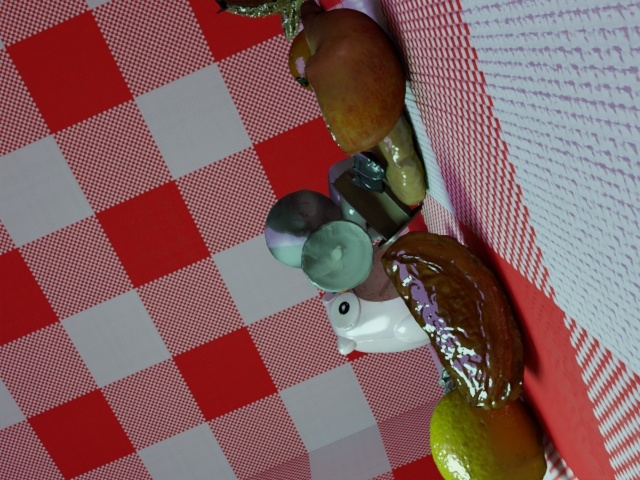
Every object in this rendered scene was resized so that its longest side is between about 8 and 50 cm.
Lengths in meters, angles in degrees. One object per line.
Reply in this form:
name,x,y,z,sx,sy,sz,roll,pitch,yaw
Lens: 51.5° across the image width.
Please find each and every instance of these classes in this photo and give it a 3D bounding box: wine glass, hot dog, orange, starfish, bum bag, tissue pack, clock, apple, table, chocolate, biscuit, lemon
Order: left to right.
starfish,-0.054,-0.482,1.269,0.312,0.303,0.113,167,79,-84
chocolate,-0.014,-0.704,2.204,0.214,0.093,0.148,-110,-5,-48
orange,-0.002,-0.536,1.949,0.206,0.205,0.206,-23,-90,-88
wine glass,0.000,0.000,1.950,0.267,0.267,0.406,66,170,-16
apple,0.082,-0.320,1.294,0.251,0.163,0.293,54,-156,-44
tissue pack,0.156,-0.129,2.273,0.333,0.229,0.236,70,180,-68
bum bag,0.119,-0.163,1.586,0.087,0.049,0.198,31,167,11
table,0.145,-0.115,1.839,0.227,0.167,0.167,45,-177,-3
biscuit,0.140,-0.282,1.650,0.446,0.103,0.430,-111,-3,-53
clock,0.206,0.183,1.965,0.251,0.376,0.368,60,-175,-36
hot dog,0.280,0.145,1.315,0.388,0.174,0.267,58,-177,10
lemon,0.375,0.463,1.492,0.310,0.253,0.254,-112,-2,-47

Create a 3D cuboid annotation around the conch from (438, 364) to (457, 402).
conch,0.399,0.386,1.829,0.313,0.186,0.241,38,-130,-55
